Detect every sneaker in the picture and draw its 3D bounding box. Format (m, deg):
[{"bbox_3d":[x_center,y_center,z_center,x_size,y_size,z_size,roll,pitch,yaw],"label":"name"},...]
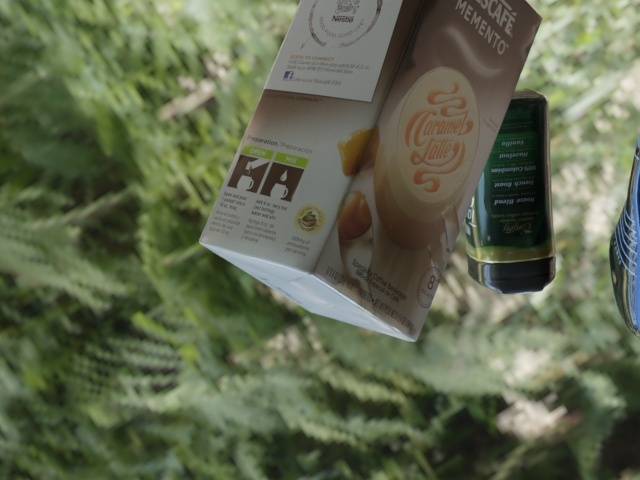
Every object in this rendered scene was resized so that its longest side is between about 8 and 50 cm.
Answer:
[{"bbox_3d":[0.293,-0.022,1.511,0.090,0.081,0.232,-129,39,-66],"label":"sneaker"}]

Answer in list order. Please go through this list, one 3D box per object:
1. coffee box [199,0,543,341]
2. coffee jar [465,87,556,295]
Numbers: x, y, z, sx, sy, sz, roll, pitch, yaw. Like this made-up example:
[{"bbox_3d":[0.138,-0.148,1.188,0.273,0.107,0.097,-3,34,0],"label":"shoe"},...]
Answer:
[{"bbox_3d":[0.038,-0.076,1.143,0.098,0.246,0.141,15,168,37],"label":"coffee box"},{"bbox_3d":[0.171,-0.044,1.580,0.096,0.079,0.184,-129,34,-79],"label":"coffee jar"}]
